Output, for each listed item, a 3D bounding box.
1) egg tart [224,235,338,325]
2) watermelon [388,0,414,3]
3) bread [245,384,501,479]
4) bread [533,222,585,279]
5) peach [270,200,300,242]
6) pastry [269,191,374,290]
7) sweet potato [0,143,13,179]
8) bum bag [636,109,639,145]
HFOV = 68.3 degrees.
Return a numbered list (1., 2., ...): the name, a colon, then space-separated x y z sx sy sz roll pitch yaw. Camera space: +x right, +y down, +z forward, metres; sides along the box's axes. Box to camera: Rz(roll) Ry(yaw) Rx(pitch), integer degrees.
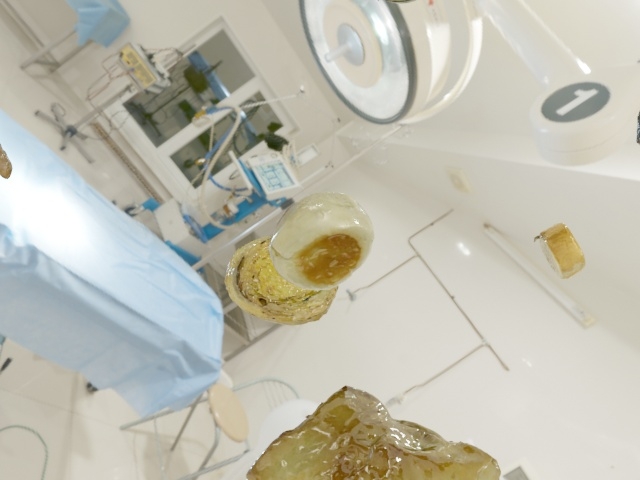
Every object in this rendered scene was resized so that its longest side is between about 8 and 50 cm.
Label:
1. egg tart: -0.091 0.097 1.186 0.290 0.291 0.107 59 -26 30
2. watermelon: 0.134 -0.348 0.548 0.087 0.163 0.069 26 20 18
3. bread: 0.054 0.383 0.730 0.370 0.314 0.191 1 -64 48
4. bread: 0.565 0.029 1.114 0.149 0.073 0.122 38 28 -56
5. peach: -0.028 0.003 0.912 0.152 0.152 0.152 55 6 -8
6. pastry: 0.000 0.000 0.678 0.156 0.156 0.092 50 4 -48
7. sweet potato: -0.364 -0.140 0.459 0.214 0.050 0.050 49 3 19
8. bum bag: 0.503 -0.199 0.708 0.034 0.058 0.124 24 -53 46
